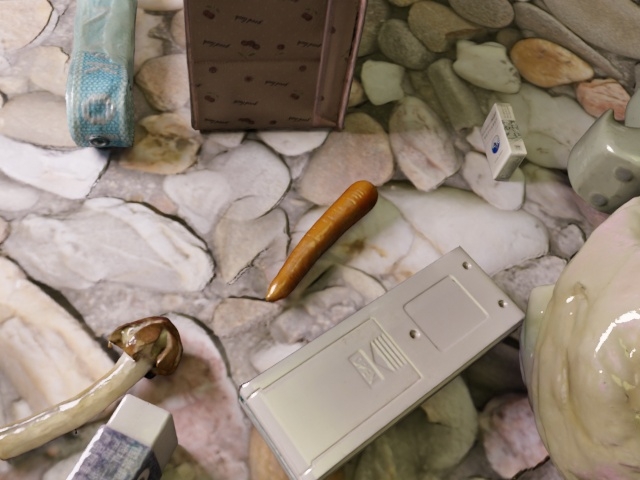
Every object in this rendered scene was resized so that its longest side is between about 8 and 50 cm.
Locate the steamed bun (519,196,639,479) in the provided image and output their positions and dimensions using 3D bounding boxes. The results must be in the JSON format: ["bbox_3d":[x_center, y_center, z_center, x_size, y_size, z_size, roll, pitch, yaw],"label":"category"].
[{"bbox_3d":[0.285,0.099,0.524,0.207,0.268,0.280,0,34,32],"label":"steamed bun"}]

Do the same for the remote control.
[{"bbox_3d":[0.066,0.112,0.566,0.277,0.055,0.103,-29,67,-26],"label":"remote control"}]

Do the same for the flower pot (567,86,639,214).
[{"bbox_3d":[0.501,-0.063,0.691,0.367,0.164,0.254,40,65,14],"label":"flower pot"}]

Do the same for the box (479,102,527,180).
[{"bbox_3d":[0.228,-0.124,0.744,0.024,0.054,0.083,2,58,-11],"label":"box"}]

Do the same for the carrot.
[{"bbox_3d":[0.000,0.000,0.640,0.037,0.037,0.190,36,63,13],"label":"carrot"}]

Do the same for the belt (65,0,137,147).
[{"bbox_3d":[-0.256,-0.236,0.709,0.072,0.087,0.302,-5,59,-9],"label":"belt"}]

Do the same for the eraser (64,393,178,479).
[{"bbox_3d":[-0.179,0.224,0.431,0.046,0.092,0.212,24,56,6],"label":"eraser"}]

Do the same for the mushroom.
[{"bbox_3d":[-0.204,0.128,0.509,0.187,0.061,0.060,-33,74,-22],"label":"mushroom"}]

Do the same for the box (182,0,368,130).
[{"bbox_3d":[-0.073,-0.310,0.708,0.190,0.225,0.297,-5,58,-11],"label":"box"}]
